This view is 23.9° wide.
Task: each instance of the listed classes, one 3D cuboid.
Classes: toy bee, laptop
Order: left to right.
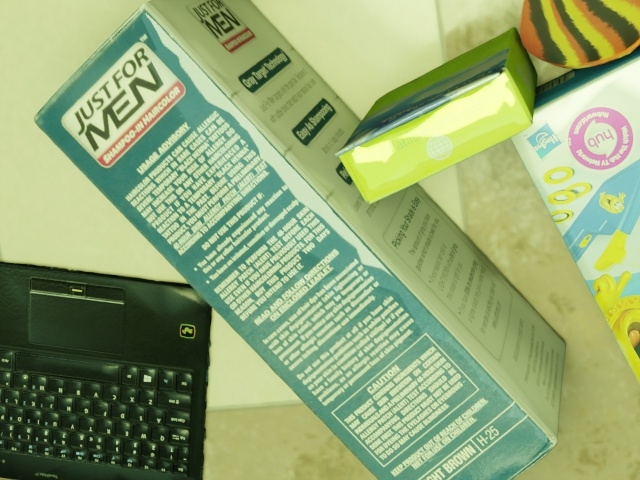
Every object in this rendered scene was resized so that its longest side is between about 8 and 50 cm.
[{"bbox_3d":[-0.208,0.161,1.045,0.234,0.136,0.264,7,106,7],"label":"laptop"},{"bbox_3d":[0.179,-0.217,0.827,0.162,0.298,0.195,20,66,32],"label":"toy bee"}]

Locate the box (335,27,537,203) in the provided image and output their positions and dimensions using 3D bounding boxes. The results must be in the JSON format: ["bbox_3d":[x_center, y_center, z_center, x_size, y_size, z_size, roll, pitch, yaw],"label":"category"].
[{"bbox_3d":[0.075,-0.077,0.909,0.109,0.178,0.042,-26,100,16],"label":"box"}]

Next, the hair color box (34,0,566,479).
[{"bbox_3d":[0.000,0.000,0.946,0.105,0.174,0.347,-41,95,18],"label":"hair color box"}]

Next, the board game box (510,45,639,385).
[{"bbox_3d":[0.317,-0.016,0.934,0.308,0.086,0.302,-27,99,15],"label":"board game box"}]
